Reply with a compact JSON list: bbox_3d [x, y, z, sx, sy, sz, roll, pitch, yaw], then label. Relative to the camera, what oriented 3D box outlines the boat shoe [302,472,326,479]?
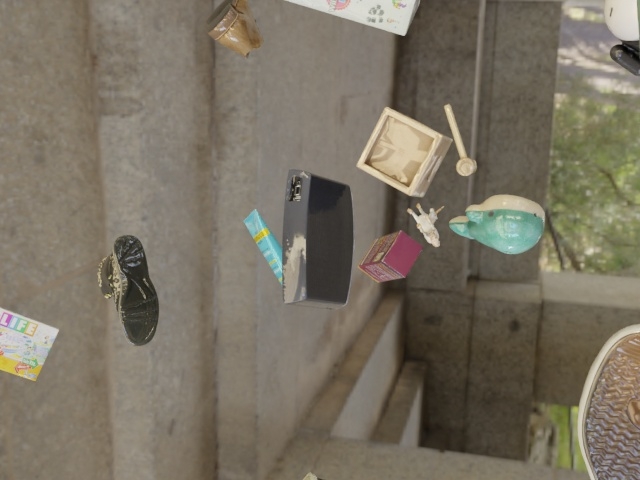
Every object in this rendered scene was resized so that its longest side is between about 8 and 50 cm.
[{"bbox_3d":[-0.009,0.461,1.186,0.084,0.079,0.233,-50,-167,30],"label":"boat shoe"}]

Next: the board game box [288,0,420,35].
[{"bbox_3d":[0.083,-0.599,1.840,0.224,0.303,0.098,-66,172,-55],"label":"board game box"}]

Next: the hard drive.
[{"bbox_3d":[0.000,0.000,1.496,0.172,0.054,0.255,13,76,-49],"label":"hard drive"}]

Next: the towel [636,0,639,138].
[{"bbox_3d":[0.571,-0.222,1.053,0.370,0.040,0.272,-145,-137,-64],"label":"towel"}]

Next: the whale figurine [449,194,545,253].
[{"bbox_3d":[0.465,-0.028,2.086,0.216,0.272,0.141,18,71,-34],"label":"whale figurine"}]

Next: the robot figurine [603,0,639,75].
[{"bbox_3d":[0.739,-0.480,1.691,0.278,0.173,0.209,18,76,-29],"label":"robot figurine"}]

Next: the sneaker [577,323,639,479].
[{"bbox_3d":[0.319,0.207,0.805,0.123,0.105,0.290,-44,133,-63],"label":"sneaker"}]

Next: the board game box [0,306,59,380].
[{"bbox_3d":[-0.573,0.182,1.429,0.154,0.026,0.104,27,81,-29],"label":"board game box"}]

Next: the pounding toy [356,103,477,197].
[{"bbox_3d":[0.207,-0.172,1.486,0.181,0.206,0.094,-64,160,12],"label":"pounding toy"}]

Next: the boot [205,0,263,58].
[{"bbox_3d":[-0.196,-0.510,1.848,0.115,0.112,0.305,39,23,-24],"label":"boot"}]

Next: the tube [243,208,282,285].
[{"bbox_3d":[-0.113,0.025,1.867,0.052,0.080,0.207,-30,86,-39],"label":"tube"}]

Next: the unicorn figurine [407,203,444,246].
[{"bbox_3d":[0.269,-0.045,1.977,0.111,0.060,0.162,44,34,-42],"label":"unicorn figurine"}]

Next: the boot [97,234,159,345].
[{"bbox_3d":[-0.425,0.120,1.717,0.178,0.085,0.237,-25,-106,59],"label":"boot"}]

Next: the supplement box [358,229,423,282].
[{"bbox_3d":[0.189,0.046,2.141,0.104,0.080,0.188,-57,-169,-15],"label":"supplement box"}]
